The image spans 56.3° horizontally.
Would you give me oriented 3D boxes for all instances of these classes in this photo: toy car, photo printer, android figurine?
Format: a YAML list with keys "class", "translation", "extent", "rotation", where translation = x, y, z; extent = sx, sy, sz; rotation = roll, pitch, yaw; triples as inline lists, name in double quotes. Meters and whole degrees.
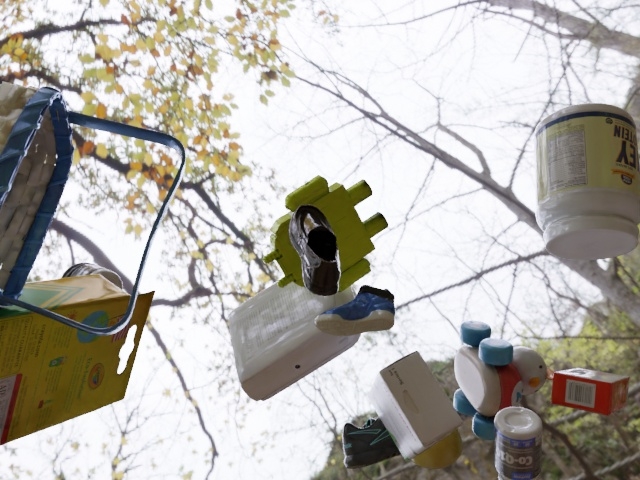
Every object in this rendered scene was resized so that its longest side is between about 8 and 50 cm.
- class: "toy car"
  translation: [0.451, 0.313, 1.387]
  extent: [0.237, 0.210, 0.219]
  rotation: [-2, -77, -10]
- class: "photo printer"
  translation: [-0.055, 0.188, 1.362]
  extent: [0.307, 0.256, 0.107]
  rotation: [-34, -53, 8]
- class: "android figurine"
  translation: [0.008, -0.007, 1.247]
  extent: [0.272, 0.056, 0.248]
  rotation: [-32, -67, -13]

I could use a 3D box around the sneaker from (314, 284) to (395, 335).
- class: "sneaker"
  translation: [0.066, 0.126, 1.109]
  extent: [0.152, 0.085, 0.058]
  rotation: [-10, -46, 22]

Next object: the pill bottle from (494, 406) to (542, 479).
- class: "pill bottle"
  translation: [0.339, 0.364, 1.028]
  extent: [0.078, 0.078, 0.137]
  rotation: [-13, -68, -14]

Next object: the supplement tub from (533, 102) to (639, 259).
- class: "supplement tub"
  translation: [0.640, -0.137, 1.439]
  extent: [0.235, 0.325, 0.235]
  rotation: [5, -21, 2]

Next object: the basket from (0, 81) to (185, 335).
- class: "basket"
  translation: [-0.323, -0.049, 0.683]
  extent: [0.288, 0.255, 0.201]
  rotation: [17, -25, -4]

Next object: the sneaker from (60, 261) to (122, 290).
- class: "sneaker"
  translation: [-0.497, 0.178, 1.214]
  extent: [0.104, 0.147, 0.296]
  rotation: [21, -87, -37]

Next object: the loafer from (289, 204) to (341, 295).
- class: "loafer"
  translation: [0.000, 0.000, 1.063]
  extent: [0.080, 0.220, 0.078]
  rotation: [3, -51, -20]

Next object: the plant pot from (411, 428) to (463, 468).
- class: "plant pot"
  translation: [0.253, 0.432, 1.358]
  extent: [0.134, 0.134, 0.095]
  rotation: [-17, -58, -11]

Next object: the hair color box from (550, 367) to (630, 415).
- class: "hair color box"
  translation: [0.361, 0.198, 0.794]
  extent: [0.141, 0.071, 0.043]
  rotation: [12, -96, -53]

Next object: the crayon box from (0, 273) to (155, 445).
- class: "crayon box"
  translation: [-0.383, 0.159, 0.799]
  extent: [0.318, 0.081, 0.202]
  rotation: [-4, -62, -60]

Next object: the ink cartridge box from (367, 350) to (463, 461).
- class: "ink cartridge box"
  translation: [0.178, 0.329, 1.172]
  extent: [0.092, 0.160, 0.219]
  rotation: [-26, -22, -14]

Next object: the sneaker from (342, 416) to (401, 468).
- class: "sneaker"
  translation: [0.173, 0.472, 1.445]
  extent: [0.267, 0.106, 0.101]
  rotation: [-2, -26, -28]
